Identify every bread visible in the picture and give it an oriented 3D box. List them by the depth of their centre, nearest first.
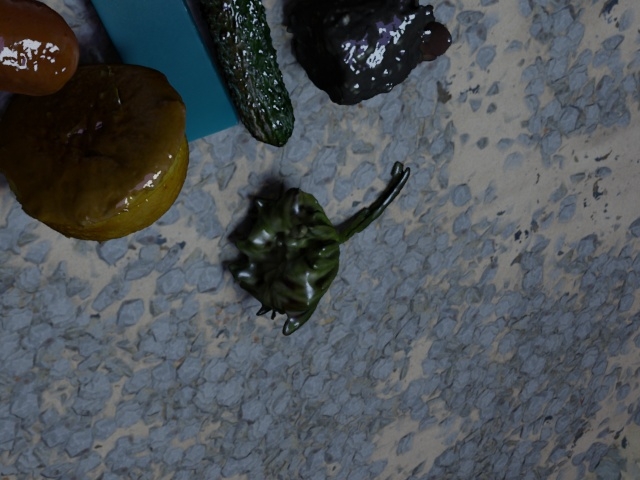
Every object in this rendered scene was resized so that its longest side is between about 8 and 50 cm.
[{"bbox_3d":[-0.295,-0.116,1.787,0.268,0.268,0.145,-42,152,-8],"label":"bread"}]

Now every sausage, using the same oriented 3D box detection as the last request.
[{"bbox_3d":[-0.416,-0.252,1.676,0.258,0.133,0.133,7,113,-40],"label":"sausage"}]

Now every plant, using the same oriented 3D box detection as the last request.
[{"bbox_3d":[0.082,-0.311,1.995,0.234,0.178,0.204,-23,129,-18],"label":"plant"},{"bbox_3d":[0.025,0.020,2.185,0.333,0.180,0.251,-6,131,-40],"label":"plant"}]

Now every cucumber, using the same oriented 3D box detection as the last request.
[{"bbox_3d":[-0.109,-0.275,1.930,0.096,0.096,0.359,-32,135,-18],"label":"cucumber"}]

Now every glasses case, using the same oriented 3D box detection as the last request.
[{"bbox_3d":[-0.218,-0.268,1.858,0.117,0.070,0.301,-19,135,3],"label":"glasses case"}]
